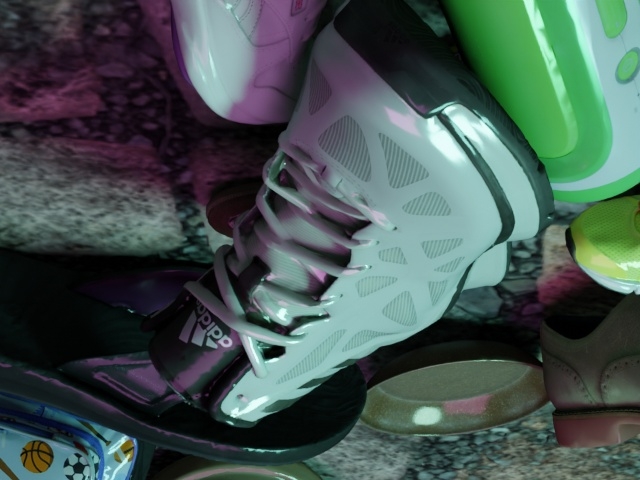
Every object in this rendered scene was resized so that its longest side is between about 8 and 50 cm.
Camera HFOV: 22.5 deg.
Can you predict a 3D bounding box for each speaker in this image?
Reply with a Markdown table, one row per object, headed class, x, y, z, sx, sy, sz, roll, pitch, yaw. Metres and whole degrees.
| class | x | y | z | sx | sy | sz | roll | pitch | yaw |
| --- | --- | --- | --- | --- | --- | --- | --- | --- | --- |
| speaker | 0.131 | -0.152 | 0.962 | 0.131 | 0.131 | 0.296 | -8 | 142 | 18 |

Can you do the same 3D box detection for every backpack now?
| class | x | y | z | sx | sy | sz | roll | pitch | yaw |
| --- | --- | --- | --- | --- | --- | --- | --- | --- | --- |
| backpack | -0.318 | 0.241 | 1.547 | 0.263 | 0.276 | 0.213 | 19 | 180 | 8 |

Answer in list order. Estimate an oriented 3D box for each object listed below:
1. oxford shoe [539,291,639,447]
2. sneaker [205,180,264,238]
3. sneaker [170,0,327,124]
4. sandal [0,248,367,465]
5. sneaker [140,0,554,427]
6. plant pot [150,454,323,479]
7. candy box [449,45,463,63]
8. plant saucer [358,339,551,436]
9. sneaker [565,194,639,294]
| class | x | y | z | sx | sy | sz | roll | pitch | yaw |
| --- | --- | --- | --- | --- | --- | --- | --- | --- | --- |
| oxford shoe | 0.306 | 0.085 | 1.332 | 0.123 | 0.130 | 0.348 | -18 | 177 | -42 |
| sneaker | 0.000 | 0.000 | 1.302 | 0.188 | 0.071 | 0.066 | 5 | 149 | -5 |
| sneaker | -0.024 | -0.169 | 0.975 | 0.152 | 0.114 | 0.305 | -3 | 149 | 11 |
| sandal | -0.150 | 0.084 | 1.383 | 0.446 | 0.167 | 0.107 | 15 | 130 | -21 |
| sneaker | 0.001 | 0.017 | 1.061 | 0.257 | 0.169 | 0.447 | -39 | 164 | -7 |
| plant pot | -0.093 | 0.350 | 1.784 | 0.237 | 0.110 | 0.237 | -1 | 125 | -2 |
| candy box | 0.162 | -0.112 | 1.145 | 0.206 | 0.027 | 0.105 | -9 | 149 | 20 |
| plant saucer | 0.128 | 0.138 | 1.542 | 0.199 | 0.036 | 0.198 | -4 | 154 | -2 |
| sneaker | 0.294 | -0.016 | 1.254 | 0.208 | 0.081 | 0.094 | -5 | 151 | -10 |
